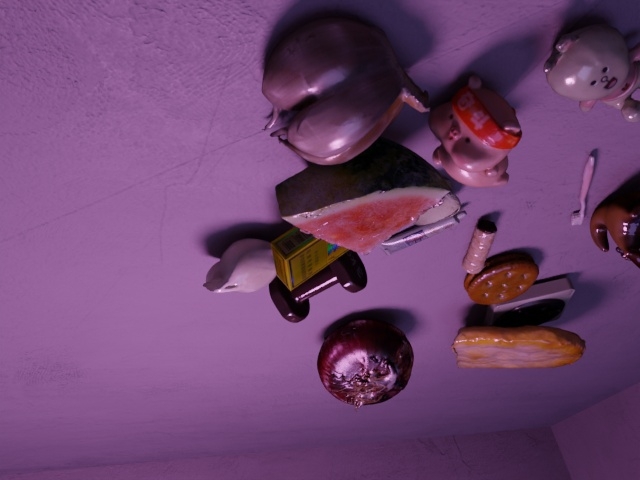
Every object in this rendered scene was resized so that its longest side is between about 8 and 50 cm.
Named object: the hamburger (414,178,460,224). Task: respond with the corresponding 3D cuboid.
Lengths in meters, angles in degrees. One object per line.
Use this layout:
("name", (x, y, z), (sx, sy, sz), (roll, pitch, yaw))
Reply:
("hamburger", (0.241, -0.083, 1.358), (0.140, 0.062, 0.133), (-19, 149, 6))

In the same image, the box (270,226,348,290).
("box", (0.000, 0.000, 1.317), (0.220, 0.064, 0.141), (-33, 152, -17))

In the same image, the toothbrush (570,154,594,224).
("toothbrush", (0.646, -0.117, 1.485), (0.030, 0.025, 0.307), (-10, 149, 11))

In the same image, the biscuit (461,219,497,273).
("biscuit", (0.416, 0.017, 1.582), (0.061, 0.055, 0.219), (20, 150, 15))

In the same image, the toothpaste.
("toothpaste", (0.252, -0.021, 1.484), (0.233, 0.038, 0.060), (-26, 142, 24))

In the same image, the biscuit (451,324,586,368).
("biscuit", (0.640, 0.350, 2.001), (0.446, 0.103, 0.429), (-6, 155, 21))

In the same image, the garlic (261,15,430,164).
("garlic", (0.026, -0.240, 0.998), (0.292, 0.210, 0.237), (-22, -179, 7))

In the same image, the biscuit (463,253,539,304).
("biscuit", (0.528, 0.111, 1.760), (0.221, 0.066, 0.220), (-10, 144, -7))

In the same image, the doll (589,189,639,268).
("doll", (0.870, -0.039, 1.516), (0.340, 0.209, 0.318), (-8, 151, -13))

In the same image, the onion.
("onion", (0.139, 0.369, 1.889), (0.314, 0.232, 0.313), (-4, 125, -6))

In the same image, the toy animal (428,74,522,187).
("toy animal", (0.291, -0.192, 1.122), (0.171, 0.171, 0.197), (-13, 150, -1))

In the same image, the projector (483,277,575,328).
("projector", (0.681, 0.228, 1.979), (0.259, 0.079, 0.257), (-14, 150, 1))

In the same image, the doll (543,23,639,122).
("doll", (0.494, -0.302, 1.076), (0.275, 0.113, 0.155), (14, 130, -26))

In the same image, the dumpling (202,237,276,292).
("dumpling", (-0.169, 0.055, 1.383), (0.229, 0.124, 0.151), (-24, -168, -21))

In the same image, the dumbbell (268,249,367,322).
("dumbbell", (-0.007, 0.101, 1.481), (0.225, 0.140, 0.124), (-31, -178, 24))

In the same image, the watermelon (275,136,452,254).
("watermelon", (0.071, -0.077, 1.143), (0.310, 0.193, 0.232), (-28, 175, -11))
